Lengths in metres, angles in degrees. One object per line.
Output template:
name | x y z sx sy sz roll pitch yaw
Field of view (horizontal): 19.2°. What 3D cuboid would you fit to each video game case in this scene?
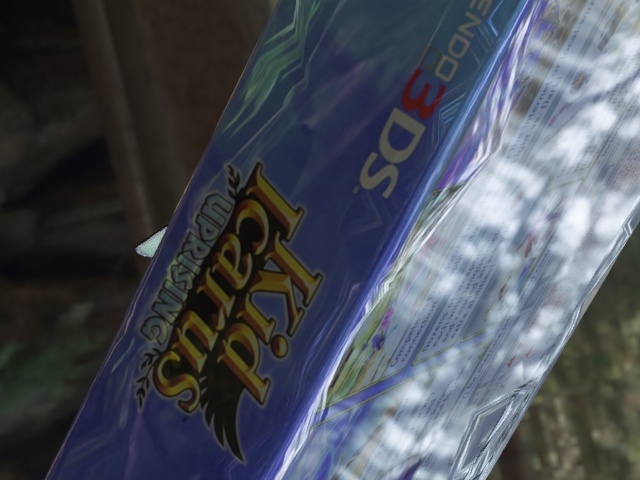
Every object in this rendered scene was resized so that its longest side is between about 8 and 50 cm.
video game case | 0.030 0.006 0.570 0.244 0.061 0.269 -18 140 -62

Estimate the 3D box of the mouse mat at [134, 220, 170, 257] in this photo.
mouse mat | 0.000 0.000 1.163 0.190 0.007 0.152 15 151 -32
